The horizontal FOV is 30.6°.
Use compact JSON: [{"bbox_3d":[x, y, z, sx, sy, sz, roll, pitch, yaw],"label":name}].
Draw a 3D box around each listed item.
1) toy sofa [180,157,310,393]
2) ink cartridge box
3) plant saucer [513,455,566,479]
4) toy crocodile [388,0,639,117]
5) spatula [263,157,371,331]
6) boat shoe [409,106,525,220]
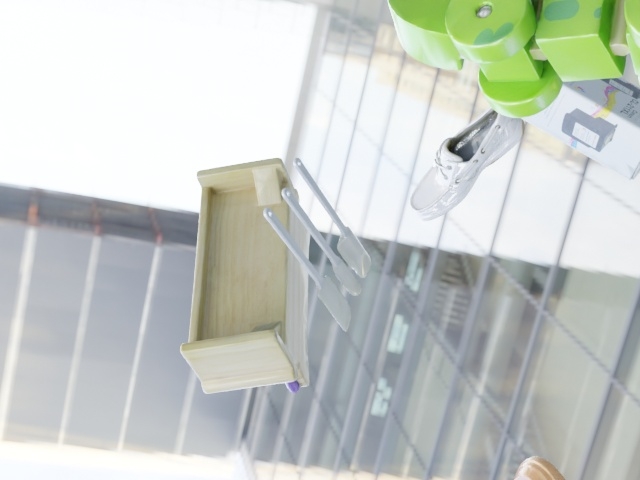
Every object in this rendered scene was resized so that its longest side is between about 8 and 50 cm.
[{"bbox_3d":[-0.111,0.063,1.830,0.150,0.177,0.362,-9,-127,12],"label":"toy sofa"},{"bbox_3d":[0.363,-0.168,1.529,0.175,0.072,0.127,32,-146,15],"label":"ink cartridge box"},{"bbox_3d":[0.348,0.434,1.803,0.037,0.200,0.200,-15,-155,-16],"label":"plant saucer"},{"bbox_3d":[0.207,-0.162,0.873,0.340,0.105,0.115,5,159,29],"label":"toy crocodile"},{"bbox_3d":[0.000,0.000,1.788,0.019,0.242,0.168,-13,-145,37],"label":"spatula"},{"bbox_3d":[0.257,-0.155,2.214,0.096,0.277,0.098,25,-156,-46],"label":"boat shoe"}]
